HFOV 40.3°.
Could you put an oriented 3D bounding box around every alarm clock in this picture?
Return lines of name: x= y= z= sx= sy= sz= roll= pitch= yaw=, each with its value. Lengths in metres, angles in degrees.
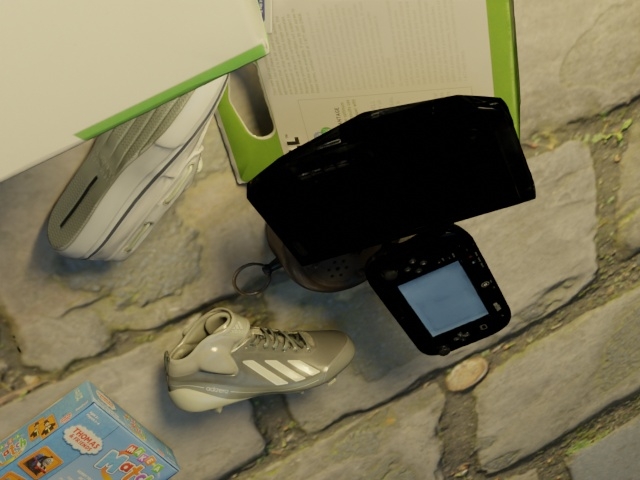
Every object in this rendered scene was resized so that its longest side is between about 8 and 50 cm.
alarm clock: x=0.000 y=0.000 z=0.848 sx=0.192 sy=0.064 sz=0.129 roll=-30 pitch=132 yaw=-1

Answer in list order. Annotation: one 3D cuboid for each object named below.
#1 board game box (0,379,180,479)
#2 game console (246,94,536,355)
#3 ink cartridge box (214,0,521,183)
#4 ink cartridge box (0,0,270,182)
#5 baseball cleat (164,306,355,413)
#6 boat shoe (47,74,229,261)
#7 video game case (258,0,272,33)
board game box: x=-0.275 y=0.254 z=0.896 sx=0.211 sy=0.039 sz=0.160 roll=-35 pitch=133 yaw=-1
game console: x=0.101 y=0.007 z=0.787 sx=0.213 sy=0.044 sz=0.361 roll=-17 pitch=143 yaw=17
ink cartridge box: x=0.036 y=-0.153 z=0.741 sx=0.255 sy=0.097 sz=0.189 roll=-2 pitch=133 yaw=15
ink cartridge box: x=-0.179 y=-0.166 z=0.480 sx=0.201 sy=0.278 sz=0.117 roll=-27 pitch=135 yaw=-8
baseball cleat: x=-0.057 y=0.112 z=0.891 sx=0.205 sy=0.072 sz=0.109 roll=-17 pitch=123 yaw=-22
boat shoe: x=-0.137 y=-0.071 z=0.717 sx=0.226 sy=0.083 sz=0.075 roll=-44 pitch=144 yaw=23
video game case: x=-0.096 y=-0.198 z=0.648 sx=0.122 sy=0.011 sz=0.087 roll=2 pitch=125 yaw=-1
